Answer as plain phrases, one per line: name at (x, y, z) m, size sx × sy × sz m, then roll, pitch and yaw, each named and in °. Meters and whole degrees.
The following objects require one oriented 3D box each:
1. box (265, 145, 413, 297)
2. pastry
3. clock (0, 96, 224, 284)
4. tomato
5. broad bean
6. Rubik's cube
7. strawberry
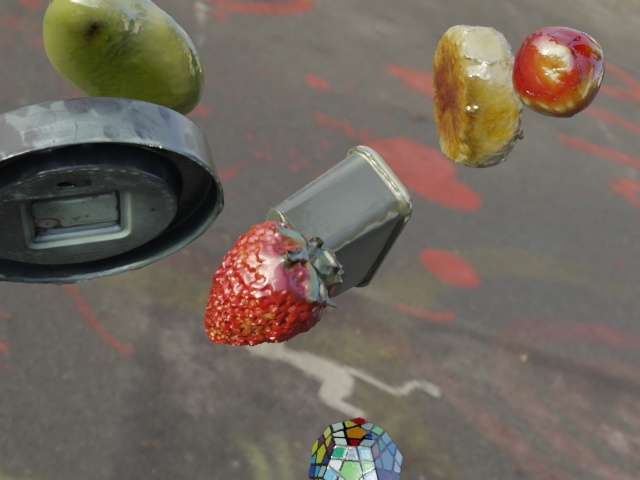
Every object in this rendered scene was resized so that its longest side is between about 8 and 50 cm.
box at (0.000, 0.000, 1.937) m, size 0.178 × 0.274 × 0.138 m, roll -32°, pitch 74°, yaw -27°
pastry at (0.213, -0.194, 1.849) m, size 0.093 × 0.192 × 0.182 m, roll -5°, pitch 17°, yaw -10°
clock at (-0.318, -0.057, 1.777) m, size 0.386 × 0.386 × 0.076 m, roll 6°, pitch 59°, yaw -37°
tomato at (0.215, -0.155, 1.256) m, size 0.087 × 0.087 × 0.075 m, roll 35°, pitch 4°, yaw 25°
broad bean at (-0.262, -0.245, 1.801) m, size 0.263 × 0.189 × 0.121 m, roll 54°, pitch 31°, yaw -35°
Rubik's cube at (0.049, 0.310, 1.899) m, size 0.133 × 0.133 × 0.112 m, roll 35°, pitch 66°, yaw 24°
strawberry at (-0.053, 0.045, 1.398) m, size 0.131 × 0.148 × 0.131 m, roll 21°, pitch 61°, yaw -43°
